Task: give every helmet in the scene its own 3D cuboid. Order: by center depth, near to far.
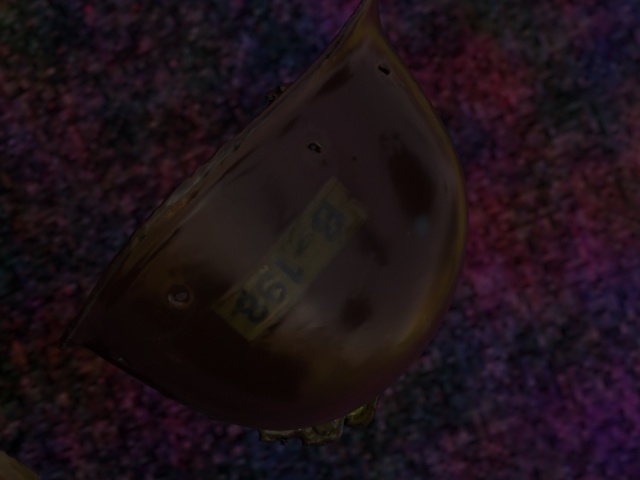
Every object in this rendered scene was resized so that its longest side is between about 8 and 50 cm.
[{"bbox_3d":[0.000,0.000,0.669,0.106,0.155,0.175,38,83,-3],"label":"helmet"}]

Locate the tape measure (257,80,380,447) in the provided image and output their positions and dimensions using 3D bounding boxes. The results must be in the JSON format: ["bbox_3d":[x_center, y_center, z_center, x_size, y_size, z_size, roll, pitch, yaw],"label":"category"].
[{"bbox_3d":[0.002,0.003,1.149,0.112,0.186,0.199,5,29,-6],"label":"tape measure"}]

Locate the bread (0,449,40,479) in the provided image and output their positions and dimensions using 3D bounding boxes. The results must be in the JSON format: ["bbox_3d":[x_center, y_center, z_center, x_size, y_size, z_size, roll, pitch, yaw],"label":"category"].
[{"bbox_3d":[-0.271,0.160,0.922,0.252,0.238,0.196,33,47,-78],"label":"bread"}]
